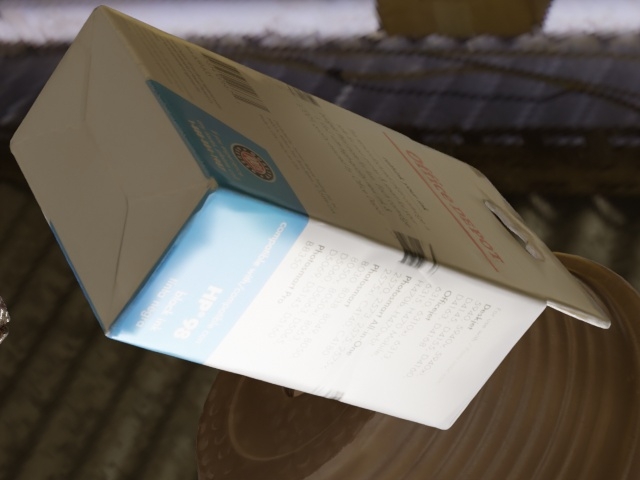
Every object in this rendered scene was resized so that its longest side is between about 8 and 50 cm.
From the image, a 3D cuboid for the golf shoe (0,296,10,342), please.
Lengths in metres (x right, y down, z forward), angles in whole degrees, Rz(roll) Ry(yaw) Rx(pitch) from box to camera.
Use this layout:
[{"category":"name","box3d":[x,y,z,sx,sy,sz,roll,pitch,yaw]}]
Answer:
[{"category":"golf shoe","box3d":[-0.215,-0.002,0.714,0.067,0.186,0.086,-39,-121,0]}]

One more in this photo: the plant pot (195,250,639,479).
[{"category":"plant pot","box3d":[0.028,0.085,0.661,0.237,0.110,0.237,-32,-147,24]}]

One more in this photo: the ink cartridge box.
[{"category":"ink cartridge box","box3d":[0.000,0.000,0.531,0.060,0.180,0.104,-54,-138,18]}]
